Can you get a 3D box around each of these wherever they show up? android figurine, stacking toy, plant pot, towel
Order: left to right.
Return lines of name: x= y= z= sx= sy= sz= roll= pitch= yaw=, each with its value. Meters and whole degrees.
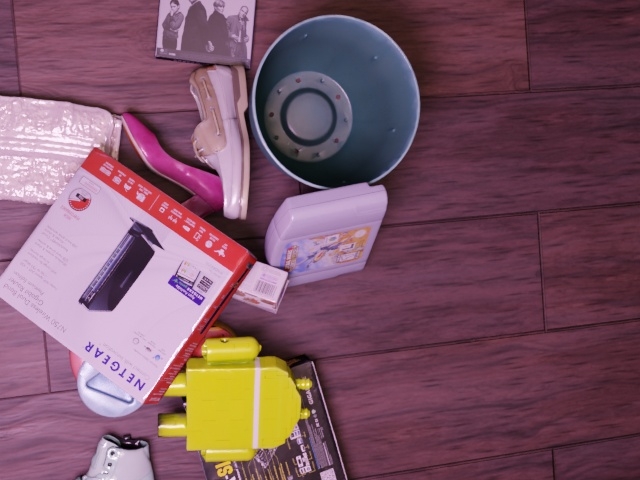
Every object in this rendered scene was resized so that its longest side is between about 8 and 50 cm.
towel: x=-0.501 y=-0.156 z=1.515 sx=0.282 sy=0.049 sz=0.187 roll=4 pitch=91 yaw=-13
stacking toy: x=-0.306 y=0.163 z=1.532 sx=0.308 sy=0.130 sz=0.280 roll=-16 pitch=96 yaw=-13
android figurine: x=-0.150 y=0.284 z=1.497 sx=0.272 sy=0.056 sz=0.248 roll=-2 pitch=112 yaw=-9
plant pot: x=0.002 y=-0.233 z=1.535 sx=0.292 sy=0.235 sz=0.293 roll=0 pitch=92 yaw=-14

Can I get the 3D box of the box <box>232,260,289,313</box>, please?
box: x=-0.216 y=0.041 z=1.522 sx=0.323 sy=0.063 sz=0.067 roll=19 pitch=66 yaw=5

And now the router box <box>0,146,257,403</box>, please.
router box: x=-0.328 y=0.058 z=1.438 sx=0.335 sy=0.082 sz=0.301 roll=33 pitch=85 yaw=12

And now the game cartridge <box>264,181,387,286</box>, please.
game cartridge: x=0.000 y=0.000 z=1.522 sx=0.198 sy=0.297 sz=0.062 roll=-16 pitch=67 yaw=-14

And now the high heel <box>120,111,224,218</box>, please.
high heel: x=-0.257 y=-0.151 z=1.555 sx=0.117 sy=0.082 sz=0.244 roll=-37 pitch=100 yaw=-10

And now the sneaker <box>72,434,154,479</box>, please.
sneaker: x=-0.428 y=0.425 z=1.531 sx=0.255 sy=0.094 sz=0.151 roll=-4 pitch=99 yaw=-23

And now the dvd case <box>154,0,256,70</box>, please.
dvd case: x=-0.209 y=-0.448 z=1.582 sx=0.179 sy=0.029 sz=0.239 roll=5 pitch=91 yaw=-13

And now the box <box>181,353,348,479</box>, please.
box: x=-0.096 y=0.409 z=1.620 sx=0.257 sy=0.079 sz=0.322 roll=-18 pitch=97 yaw=-10

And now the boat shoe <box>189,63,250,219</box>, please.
boat shoe: x=-0.182 y=-0.176 z=1.537 sx=0.103 sy=0.113 sz=0.303 roll=-2 pitch=68 yaw=-10
